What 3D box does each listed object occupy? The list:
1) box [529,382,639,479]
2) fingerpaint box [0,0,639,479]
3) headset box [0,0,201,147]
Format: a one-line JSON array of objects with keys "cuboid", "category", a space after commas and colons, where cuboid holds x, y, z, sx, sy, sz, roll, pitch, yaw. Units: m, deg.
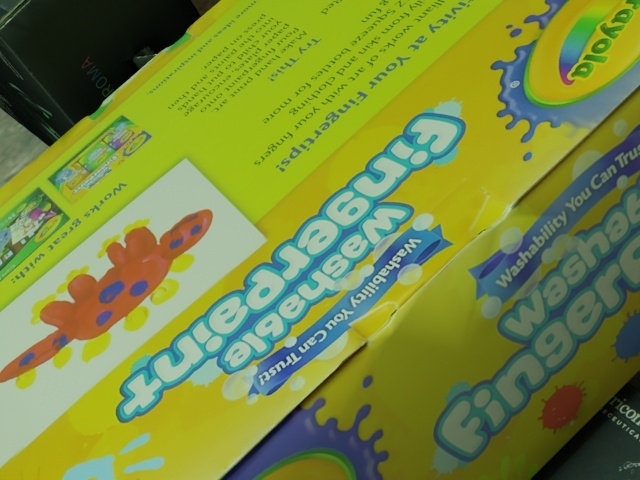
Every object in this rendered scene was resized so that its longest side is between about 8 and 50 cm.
[{"cuboid": [0.158, 0.179, 0.632, 0.158, 0.093, 0.156, -43, 50, -10], "category": "box"}, {"cuboid": [0.000, 0.000, 0.724, 0.445, 0.163, 0.371, -43, 37, -10], "category": "fingerpaint box"}, {"cuboid": [-0.204, -0.168, 0.944, 0.131, 0.246, 0.283, -47, 50, -11], "category": "headset box"}]
